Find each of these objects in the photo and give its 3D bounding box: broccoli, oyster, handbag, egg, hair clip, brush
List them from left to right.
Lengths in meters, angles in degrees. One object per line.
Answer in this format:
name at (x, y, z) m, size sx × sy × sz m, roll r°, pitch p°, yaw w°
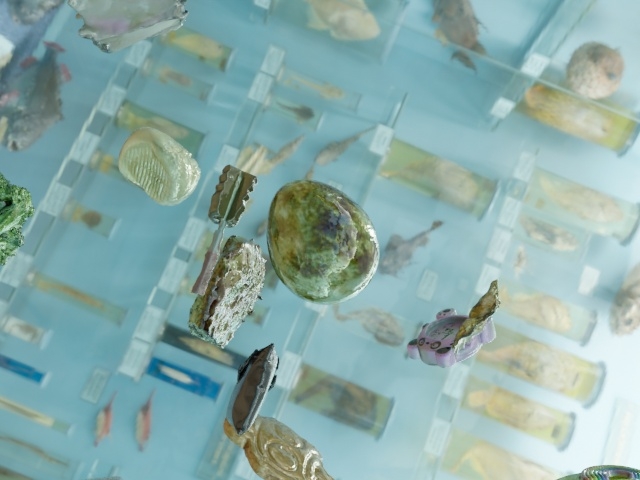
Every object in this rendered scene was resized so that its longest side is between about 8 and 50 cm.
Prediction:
broccoli at (-0.806, -0.040, 1.711) m, size 0.294 × 0.265 × 0.245 m, roll 110°, pitch -32°, yaw -47°
brush at (-0.217, -0.023, 1.580) m, size 0.071 × 0.084 × 0.301 m, roll 120°, pitch -12°, yaw -69°
handbag at (-0.159, 0.343, 1.714) m, size 0.254 × 0.088 × 0.211 m, roll 132°, pitch -21°, yaw -77°
egg at (0.000, 0.000, 1.590) m, size 0.238 × 0.289 × 0.238 m, roll -26°, pitch -171°, yaw 4°
oyster at (0.292, 0.155, 1.371) m, size 0.146 × 0.045 × 0.121 m, roll -58°, pitch 172°, yaw 30°
hair clip at (0.394, 0.361, 1.093) m, size 0.060 × 0.188 × 0.033 m, roll 157°, pitch -78°, yaw -83°

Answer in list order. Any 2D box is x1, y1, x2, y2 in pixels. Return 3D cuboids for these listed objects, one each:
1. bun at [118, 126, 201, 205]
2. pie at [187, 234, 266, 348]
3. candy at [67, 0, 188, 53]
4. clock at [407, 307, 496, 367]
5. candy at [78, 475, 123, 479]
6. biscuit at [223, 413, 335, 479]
bun at (-0.413, -0.198, 1.920) m, size 0.145 × 0.229 × 0.229 m, roll -41°, pitch 161°, yaw -44°
pie at (-0.238, 0.128, 1.917) m, size 0.355 × 0.103 × 0.288 m, roll 71°, pitch 41°, yaw -69°
candy at (-0.335, -0.418, 1.279) m, size 0.185 × 0.195 × 0.137 m, roll -146°, pitch -146°, yaw -74°
clock at (0.422, 0.320, 2.387) m, size 0.248 × 0.090 × 0.227 m, roll -29°, pitch -159°, yaw -31°
candy at (-0.498, 0.624, 1.662) m, size 0.071 × 0.138 × 0.174 m, roll -46°, pitch -129°, yaw 37°
biscuit at (-0.094, 0.567, 1.934) m, size 0.051 × 0.376 × 0.269 m, roll -53°, pitch -178°, yaw 13°
